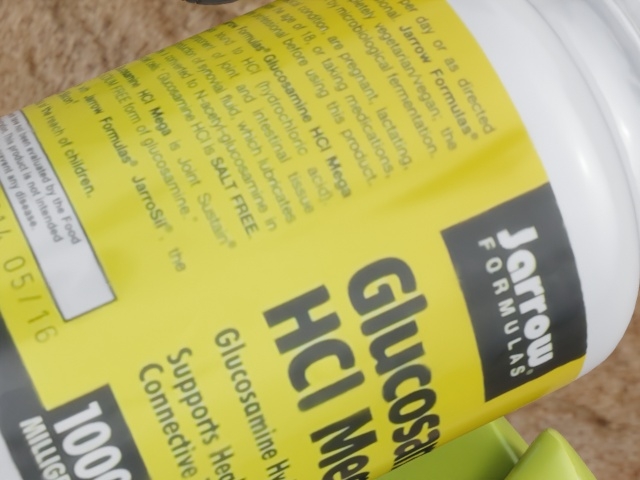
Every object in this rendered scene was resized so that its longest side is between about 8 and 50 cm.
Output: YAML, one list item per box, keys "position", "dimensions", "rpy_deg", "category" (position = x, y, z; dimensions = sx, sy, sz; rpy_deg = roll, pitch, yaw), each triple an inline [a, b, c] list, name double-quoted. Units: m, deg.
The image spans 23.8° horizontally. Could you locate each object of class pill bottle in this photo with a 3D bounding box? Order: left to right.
- position: [0.000, 0.000, 0.598]
  dimensions: [0.334, 0.188, 0.188]
  rpy_deg: [-25, 90, -10]
  category: "pill bottle"

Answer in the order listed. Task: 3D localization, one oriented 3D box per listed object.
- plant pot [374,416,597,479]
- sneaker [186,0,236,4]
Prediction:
- position: [0.046, 0.188, 0.800]
  dimensions: [0.228, 0.207, 0.227]
  rpy_deg: [-52, 137, -12]
  category: "plant pot"
- position: [-0.123, -0.254, 0.847]
  dimensions: [0.271, 0.100, 0.108]
  rpy_deg: [46, 40, -30]
  category: "sneaker"
